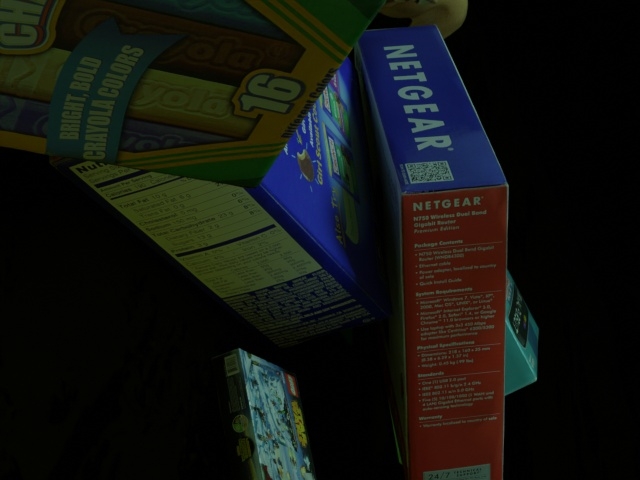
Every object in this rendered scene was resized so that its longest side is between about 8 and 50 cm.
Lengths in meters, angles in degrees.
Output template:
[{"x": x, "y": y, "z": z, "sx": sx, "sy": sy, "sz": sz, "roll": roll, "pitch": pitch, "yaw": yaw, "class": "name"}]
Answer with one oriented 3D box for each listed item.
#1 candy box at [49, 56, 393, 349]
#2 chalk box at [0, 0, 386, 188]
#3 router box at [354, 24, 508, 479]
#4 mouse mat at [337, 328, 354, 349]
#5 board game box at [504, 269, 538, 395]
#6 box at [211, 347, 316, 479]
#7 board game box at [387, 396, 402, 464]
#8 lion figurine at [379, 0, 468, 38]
[{"x": -0.071, "y": -0.102, "z": 0.952, "sx": 0.317, "sy": 0.122, "sz": 0.268, "roll": 47, "pitch": 29, "yaw": -51, "class": "candy box"}, {"x": -0.139, "y": -0.164, "z": 0.643, "sx": 0.289, "sy": 0.179, "sz": 0.180, "roll": 9, "pitch": 54, "yaw": -26, "class": "chalk box"}, {"x": 0.092, "y": 0.008, "z": 1.097, "sx": 0.335, "sy": 0.082, "sz": 0.301, "roll": -99, "pitch": -176, "yaw": -60, "class": "router box"}, {"x": 0.000, "y": 0.000, "z": 1.228, "sx": 0.152, "sy": 0.007, "sz": 0.190, "roll": 56, "pitch": 23, "yaw": -33, "class": "mouse mat"}, {"x": 0.147, "y": 0.001, "z": 1.446, "sx": 0.336, "sy": 0.079, "sz": 0.254, "roll": 62, "pitch": 13, "yaw": -3, "class": "board game box"}, {"x": -0.037, "y": 0.156, "z": 0.914, "sx": 0.094, "sy": 0.027, "sz": 0.137, "roll": 35, "pitch": 38, "yaw": -58, "class": "box"}, {"x": 0.132, "y": 0.195, "z": 1.321, "sx": 0.210, "sy": 0.047, "sz": 0.160, "roll": 48, "pitch": 27, "yaw": -49, "class": "board game box"}, {"x": 0.098, "y": -0.300, "z": 1.463, "sx": 0.142, "sy": 0.240, "sz": 0.392, "roll": 70, "pitch": 17, "yaw": 5, "class": "lion figurine"}]
